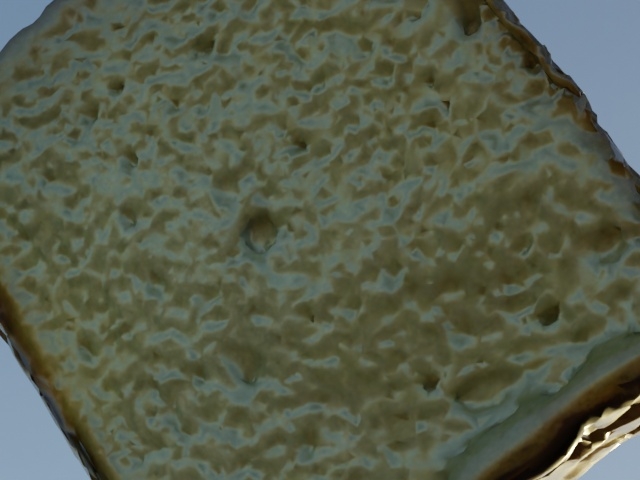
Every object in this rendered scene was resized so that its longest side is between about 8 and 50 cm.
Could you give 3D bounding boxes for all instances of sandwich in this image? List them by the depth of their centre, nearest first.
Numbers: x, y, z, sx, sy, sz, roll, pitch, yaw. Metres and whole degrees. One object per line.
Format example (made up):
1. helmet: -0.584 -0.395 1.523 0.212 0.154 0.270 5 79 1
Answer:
1. sandwich: 0.000 0.000 0.675 0.226 0.251 0.087 -37 -26 2
